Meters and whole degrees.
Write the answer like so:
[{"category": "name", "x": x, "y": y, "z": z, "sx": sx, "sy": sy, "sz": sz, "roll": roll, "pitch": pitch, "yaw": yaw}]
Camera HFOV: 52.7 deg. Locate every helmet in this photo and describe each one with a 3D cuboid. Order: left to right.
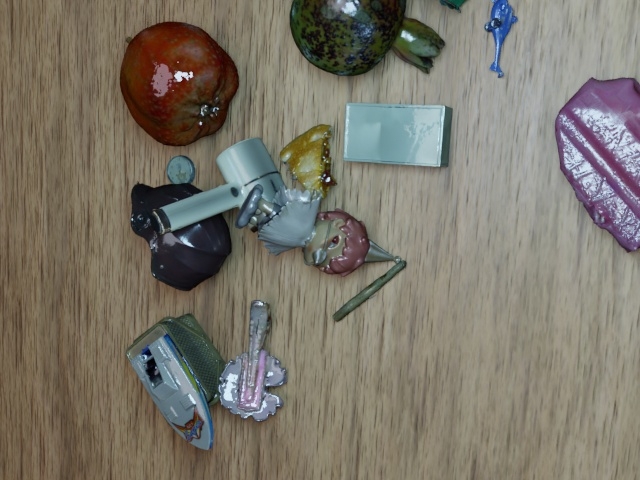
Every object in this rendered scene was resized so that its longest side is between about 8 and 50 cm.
[{"category": "helmet", "x": -0.331, "y": -0.036, "z": 1.602, "sx": 0.177, "sy": 0.225, "sz": 0.306, "roll": -22, "pitch": 87, "yaw": 19}]

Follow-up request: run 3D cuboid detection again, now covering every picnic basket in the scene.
[{"category": "picnic basket", "x": -0.369, "y": 0.336, "z": 1.704, "sx": 0.165, "sy": 0.139, "sz": 0.267, "roll": -40, "pitch": 80, "yaw": 22}]

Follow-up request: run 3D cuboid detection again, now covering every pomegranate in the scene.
[{"category": "pomegranate", "x": 0.107, "y": -0.467, "z": 1.366, "sx": 0.340, "sy": 0.285, "sz": 0.285, "roll": 19, "pitch": 105, "yaw": -10}]

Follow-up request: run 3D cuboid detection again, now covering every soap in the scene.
[{"category": "soap", "x": 0.582, "y": -0.155, "z": 1.246, "sx": 0.220, "sy": 0.127, "sz": 0.325, "roll": -38, "pitch": 80, "yaw": 21}]

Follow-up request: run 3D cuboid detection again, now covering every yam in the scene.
[{"category": "yam", "x": 0.117, "y": 0.122, "z": 1.532, "sx": 0.234, "sy": 0.027, "sz": 0.029, "roll": -41, "pitch": 78, "yaw": 24}]

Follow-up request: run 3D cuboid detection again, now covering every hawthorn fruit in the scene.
[{"category": "hawthorn fruit", "x": -0.366, "y": -0.399, "z": 1.559, "sx": 0.330, "sy": 0.287, "sz": 0.287, "roll": 42, "pitch": 110, "yaw": 20}]

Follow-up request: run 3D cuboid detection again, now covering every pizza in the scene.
[{"category": "pizza", "x": -0.010, "y": -0.173, "z": 1.513, "sx": 0.154, "sy": 0.069, "sz": 0.194, "roll": -27, "pitch": 60, "yaw": 24}]

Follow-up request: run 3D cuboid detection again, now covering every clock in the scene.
[{"category": "clock", "x": -0.370, "y": -0.184, "z": 1.712, "sx": 0.085, "sy": 0.017, "sz": 0.085, "roll": 3, "pitch": 97, "yaw": 23}]

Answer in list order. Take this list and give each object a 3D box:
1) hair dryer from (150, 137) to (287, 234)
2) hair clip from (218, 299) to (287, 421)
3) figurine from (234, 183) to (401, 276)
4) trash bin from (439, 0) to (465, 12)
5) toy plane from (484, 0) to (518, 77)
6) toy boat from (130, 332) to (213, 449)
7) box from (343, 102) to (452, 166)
[{"category": "hair dryer", "x": -0.246, "y": -0.094, "z": 1.501, "sx": 0.128, "sy": 0.361, "sz": 0.203, "roll": -34, "pitch": 82, "yaw": 56}, {"category": "hair clip", "x": -0.163, "y": 0.299, "z": 1.634, "sx": 0.172, "sy": 0.069, "sz": 0.301, "roll": 7, "pitch": 90, "yaw": 0}, {"category": "figurine", "x": 0.000, "y": 0.000, "z": 1.455, "sx": 0.386, "sy": 0.166, "sz": 0.207, "roll": 26, "pitch": 123, "yaw": -18}, {"category": "trash bin", "x": 0.318, "y": -0.654, "z": 1.227, "sx": 0.381, "sy": 0.295, "sz": 0.259, "roll": -44, "pitch": 78, "yaw": 27}, {"category": "toy plane", "x": 0.377, "y": -0.428, "z": 1.350, "sx": 0.062, "sy": 0.054, "sz": 0.167, "roll": 5, "pitch": 98, "yaw": -3}, {"category": "toy boat", "x": -0.346, "y": 0.379, "z": 1.573, "sx": 0.129, "sy": 0.088, "sz": 0.295, "roll": -37, "pitch": 80, "yaw": 22}, {"category": "box", "x": 0.171, "y": -0.235, "z": 1.437, "sx": 0.225, "sy": 0.086, "sz": 0.130, "roll": 7, "pitch": 99, "yaw": 23}]
